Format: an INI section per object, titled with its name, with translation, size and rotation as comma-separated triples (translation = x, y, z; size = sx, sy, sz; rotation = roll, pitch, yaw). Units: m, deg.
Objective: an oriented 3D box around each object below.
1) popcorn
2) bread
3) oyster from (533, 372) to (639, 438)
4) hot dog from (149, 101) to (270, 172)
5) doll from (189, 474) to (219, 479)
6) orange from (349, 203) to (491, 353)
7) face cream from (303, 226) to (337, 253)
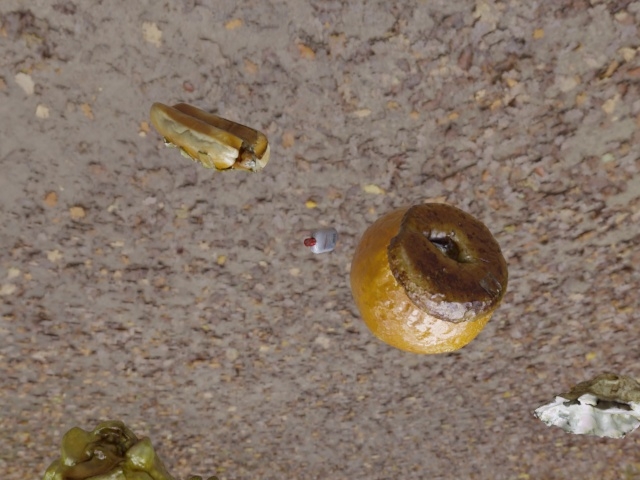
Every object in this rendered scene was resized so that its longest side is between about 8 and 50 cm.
[popcorn]
translation = -0.360, 0.453, 1.051
size = 0.215, 0.286, 0.252
rotation = -44, 144, -21
[bread]
translation = 0.177, 0.031, 0.827
size = 0.193, 0.193, 0.064
rotation = 10, 146, -21
[oyster]
translation = 0.439, 0.265, 0.966
size = 0.132, 0.072, 0.209
rotation = 22, 150, 6
[hot dog]
translation = -0.179, -0.159, 0.915
size = 0.109, 0.269, 0.072
rotation = -4, 113, -44
[doll]
translation = -0.292, 0.657, 1.392
size = 0.097, 0.210, 0.137
rotation = 14, 179, 40
[orange]
translation = 0.229, 0.080, 1.322
size = 0.340, 0.341, 0.293
rotation = -10, 165, 5
[face cream]
translation = 0.000, 0.000, 0.931
size = 0.021, 0.040, 0.083
rotation = 14, -170, 26
